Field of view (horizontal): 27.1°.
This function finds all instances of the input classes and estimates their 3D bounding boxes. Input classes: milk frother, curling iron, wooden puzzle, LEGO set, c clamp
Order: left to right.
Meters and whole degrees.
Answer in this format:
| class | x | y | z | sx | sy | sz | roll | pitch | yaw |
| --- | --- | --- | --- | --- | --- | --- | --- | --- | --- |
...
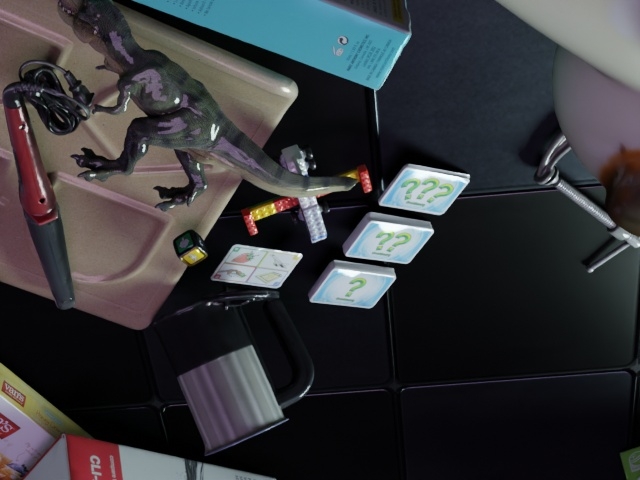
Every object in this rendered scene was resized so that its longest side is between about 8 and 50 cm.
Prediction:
| class | x | y | z | sx | sy | sz | roll | pitch | yaw |
| --- | --- | --- | --- | --- | --- | --- | --- | --- | --- |
| wooden puzzle | -0.232 | -0.089 | 1.124 | 0.322 | 0.080 | 0.348 | 22 | 132 | -18 |
| curling iron | -0.220 | -0.033 | 1.097 | 0.068 | 0.035 | 0.274 | 5 | 134 | -3 |
| milk frother | -0.076 | 0.111 | 1.199 | 0.129 | 0.143 | 0.134 | -25 | 85 | 3 |
| LEGO set | 0.000 | 0.000 | 1.170 | 0.244 | 0.060 | 0.182 | 9 | 133 | -35 |
| c clamp | 0.254 | -0.044 | 1.202 | 0.137 | 0.022 | 0.161 | -35 | 123 | 26 |

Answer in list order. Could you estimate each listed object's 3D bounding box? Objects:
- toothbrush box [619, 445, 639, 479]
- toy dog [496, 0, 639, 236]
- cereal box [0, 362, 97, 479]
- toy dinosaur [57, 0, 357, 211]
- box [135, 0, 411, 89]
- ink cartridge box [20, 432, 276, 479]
| class | x | y | z | sx | sy | sz | roll | pitch | yaw |
| --- | --- | --- | --- | --- | --- | --- | --- | --- | --- |
| toothbrush box | 0.429 | 0.364 | 1.387 | 0.122 | 0.283 | 0.206 | -24 | 126 | 19 |
| toy dog | 0.225 | -0.185 | 0.915 | 0.395 | 0.284 | 0.408 | -21 | 130 | 17 |
| cereal box | -0.376 | 0.237 | 1.416 | 0.240 | 0.047 | 0.173 | -29 | 126 | 22 |
| toy dinosaur | -0.110 | -0.077 | 1.008 | 0.268 | 0.064 | 0.118 | 36 | 118 | -23 |
| box | -0.054 | -0.202 | 1.008 | 0.244 | 0.100 | 0.060 | 18 | 129 | -16 |
| ink cartridge box | -0.196 | 0.325 | 1.414 | 0.273 | 0.114 | 0.197 | 18 | 130 | -35 |
